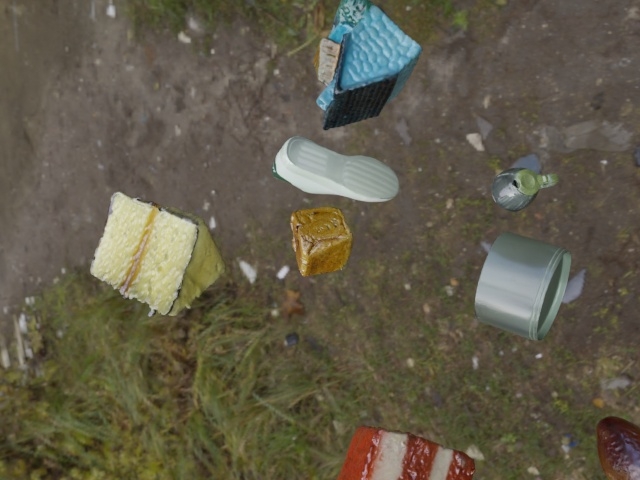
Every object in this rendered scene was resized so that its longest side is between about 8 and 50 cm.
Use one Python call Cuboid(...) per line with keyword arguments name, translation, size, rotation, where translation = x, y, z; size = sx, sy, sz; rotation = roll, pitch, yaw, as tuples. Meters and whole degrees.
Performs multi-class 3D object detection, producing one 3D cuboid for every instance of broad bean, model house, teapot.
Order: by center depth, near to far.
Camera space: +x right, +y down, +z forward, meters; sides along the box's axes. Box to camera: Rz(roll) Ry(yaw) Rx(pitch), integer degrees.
Cuboid(name="broad bean", translation=(0.603, 0.422, 1.410), size=(0.114, 0.084, 0.165), rotation=(-39, 37, 31))
Cuboid(name="teapot", translation=(0.431, -0.122, 1.518), size=(0.092, 0.124, 0.091), rotation=(52, 164, 0))
Cuboid(name="model house", translation=(0.055, -0.373, 1.642), size=(0.226, 0.241, 0.261), rotation=(40, 166, 4))

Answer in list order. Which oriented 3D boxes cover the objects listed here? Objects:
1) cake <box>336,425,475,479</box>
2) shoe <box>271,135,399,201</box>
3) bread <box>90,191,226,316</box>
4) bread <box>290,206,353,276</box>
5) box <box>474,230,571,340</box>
Cuboid(name="cake", translation=(0.229, 0.687, 2.074), size=(0.270, 0.320, 0.269), rotation=(149, 142, -72))
Cuboid(name="shoe", translation=(0.034, -0.173, 2.000), size=(0.160, 0.363, 0.131), rotation=(-29, 49, 58))
Cuboid(name="bread", translation=(-0.291, 0.015, 1.283), size=(0.266, 0.142, 0.178), rotation=(20, 106, 36))
Cuboid(name="bread", translation=(0.000, 0.000, 2.066), size=(0.143, 0.158, 0.149), rotation=(95, 155, -51))
Cuboid(name="box", translation=(0.472, 0.107, 1.678), size=(0.149, 0.226, 0.226), rotation=(19, 113, 28))
